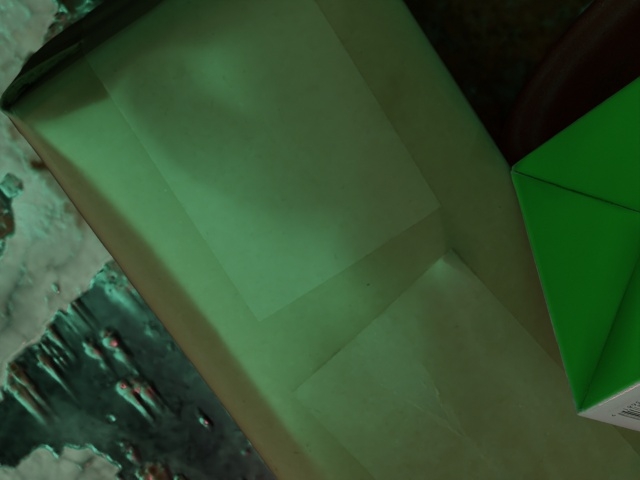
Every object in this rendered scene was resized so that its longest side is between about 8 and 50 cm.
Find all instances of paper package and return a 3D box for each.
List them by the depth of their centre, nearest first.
[{"bbox_3d":[0.000,0.000,0.740,0.168,0.309,0.325,-36,104,-2],"label":"paper package"}]

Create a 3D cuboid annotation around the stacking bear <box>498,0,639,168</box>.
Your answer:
[{"bbox_3d":[0.257,-0.013,0.801,0.289,0.175,0.164,37,138,-16],"label":"stacking bear"}]

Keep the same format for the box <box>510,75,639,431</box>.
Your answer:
[{"bbox_3d":[0.256,-0.013,0.560,0.231,0.127,0.262,17,140,-38],"label":"box"}]
